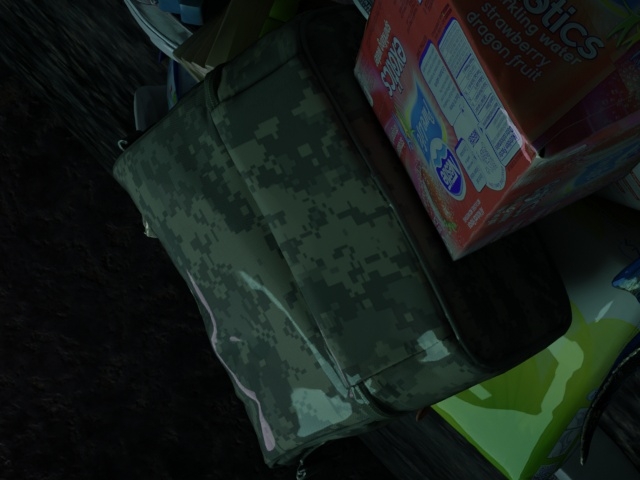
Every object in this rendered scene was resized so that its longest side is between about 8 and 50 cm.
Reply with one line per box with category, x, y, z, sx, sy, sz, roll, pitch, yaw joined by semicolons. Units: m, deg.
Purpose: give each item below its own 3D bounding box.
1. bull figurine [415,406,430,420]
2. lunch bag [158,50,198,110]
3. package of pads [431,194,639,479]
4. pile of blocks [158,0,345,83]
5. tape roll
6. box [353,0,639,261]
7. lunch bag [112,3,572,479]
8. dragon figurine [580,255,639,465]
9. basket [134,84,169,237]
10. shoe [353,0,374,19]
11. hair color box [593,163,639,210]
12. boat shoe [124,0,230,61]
bull figurine;0.069;0.119;2.351;0.310;0.101;0.188;38;164;21
lunch bag;-0.122;-0.198;1.793;0.129;0.096;0.151;124;145;-78
package of pads;0.132;0.018;1.377;0.296;0.229;0.101;42;-148;20
pile of blocks;-0.083;-0.228;1.422;0.362;0.149;0.112;44;170;9
tape roll;0.295;0.261;2.092;0.219;0.072;0.219;42;169;10
box;0.125;-0.104;1.000;0.154;0.142;0.300;63;172;9
lunch bag;0.000;0.000;1.266;0.212;0.256;0.305;-18;-101;-59
dragon figurine;0.242;0.038;1.051;0.144;0.289;0.085;5;-126;-60
basket;-0.148;-0.088;1.890;0.167;0.113;0.103;-103;15;-51
shoe;0.092;-0.177;1.181;0.063;0.081;0.178;55;-158;14
hair color box;0.215;-0.061;1.200;0.072;0.043;0.141;51;169;-28
boat shoe;-0.159;-0.284;1.656;0.301;0.108;0.102;52;172;3
